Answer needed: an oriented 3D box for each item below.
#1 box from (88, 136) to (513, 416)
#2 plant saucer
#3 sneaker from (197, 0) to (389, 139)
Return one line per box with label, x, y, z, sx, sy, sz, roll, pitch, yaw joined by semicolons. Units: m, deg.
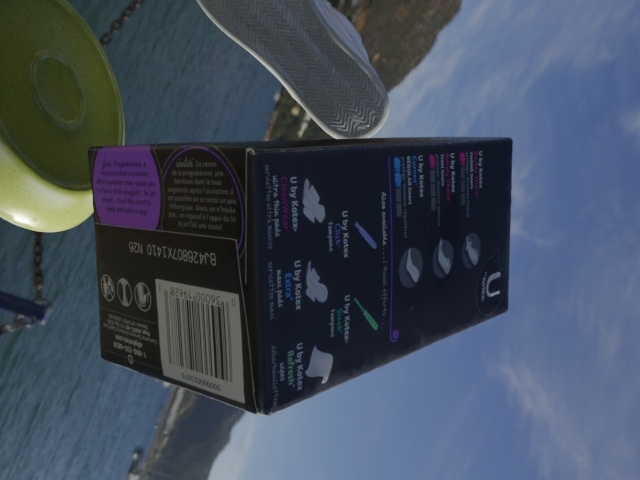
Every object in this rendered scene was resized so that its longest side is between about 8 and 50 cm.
box;0.000;0.000;0.486;0.165;0.270;0.143;7;-77;42
plant saucer;-0.242;-0.128;0.602;0.241;0.037;0.241;-11;90;-72
sneaker;-0.042;-0.240;0.715;0.108;0.292;0.169;-33;-161;12
